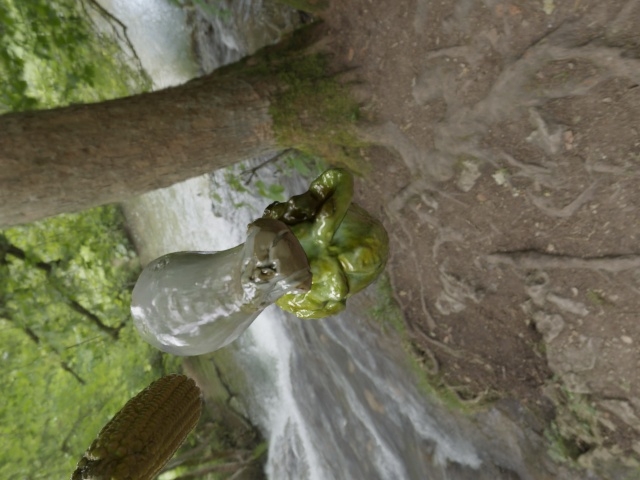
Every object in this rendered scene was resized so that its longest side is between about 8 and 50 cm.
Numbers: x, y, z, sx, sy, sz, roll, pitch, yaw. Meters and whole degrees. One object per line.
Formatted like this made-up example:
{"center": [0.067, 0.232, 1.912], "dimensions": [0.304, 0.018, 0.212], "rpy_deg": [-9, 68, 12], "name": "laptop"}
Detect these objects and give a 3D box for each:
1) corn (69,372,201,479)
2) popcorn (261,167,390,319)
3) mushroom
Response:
{"center": [-0.299, 0.331, 0.773], "dimensions": [0.347, 0.130, 0.130], "rpy_deg": [-58, -50, -86], "name": "corn"}
{"center": [0.000, 0.000, 0.604], "dimensions": [0.198, 0.198, 0.212], "rpy_deg": [38, 148, 39], "name": "popcorn"}
{"center": [-0.106, 0.056, 0.443], "dimensions": [0.225, 0.093, 0.116], "rpy_deg": [-15, 98, 41], "name": "mushroom"}
